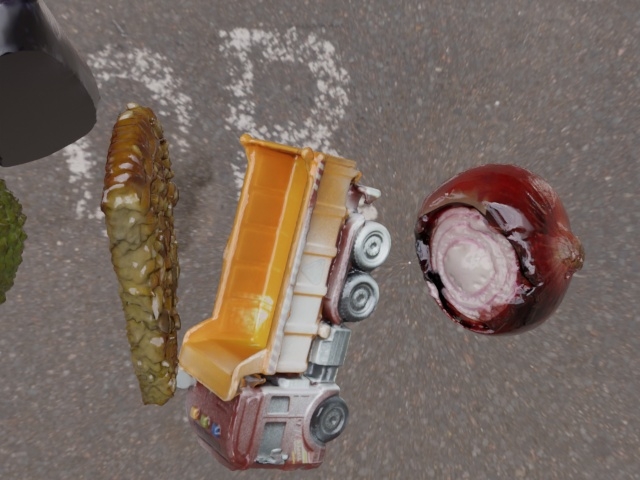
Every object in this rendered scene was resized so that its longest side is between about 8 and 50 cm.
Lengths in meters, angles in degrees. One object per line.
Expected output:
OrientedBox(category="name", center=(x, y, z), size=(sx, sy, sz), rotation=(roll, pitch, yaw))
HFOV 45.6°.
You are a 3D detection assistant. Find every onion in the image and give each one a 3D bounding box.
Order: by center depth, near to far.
OrientedBox(category="onion", center=(0.349, 0.016, 1.506), size=(0.340, 0.341, 0.342), rotation=(0, 88, 7))

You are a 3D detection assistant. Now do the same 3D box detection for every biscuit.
OrientedBox(category="biscuit", center=(-0.093, 0.002, 0.425), size=(0.025, 0.206, 0.126), rotation=(0, 53, -7))

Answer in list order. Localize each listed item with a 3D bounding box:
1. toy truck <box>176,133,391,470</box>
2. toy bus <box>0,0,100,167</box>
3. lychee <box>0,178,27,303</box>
OrientedBox(category="toy truck", center=(-0.032, 0.056, 0.646), size=(0.135, 0.114, 0.271), rotation=(9, 97, -38))
OrientedBox(category="toy bus", center=(-0.283, -0.160, 0.648), size=(0.127, 0.303, 0.147), rotation=(-34, 89, -7))
OrientedBox(category="lychee", center=(-0.545, -0.006, 1.050), size=(0.269, 0.270, 0.320), rotation=(28, 97, 7))
